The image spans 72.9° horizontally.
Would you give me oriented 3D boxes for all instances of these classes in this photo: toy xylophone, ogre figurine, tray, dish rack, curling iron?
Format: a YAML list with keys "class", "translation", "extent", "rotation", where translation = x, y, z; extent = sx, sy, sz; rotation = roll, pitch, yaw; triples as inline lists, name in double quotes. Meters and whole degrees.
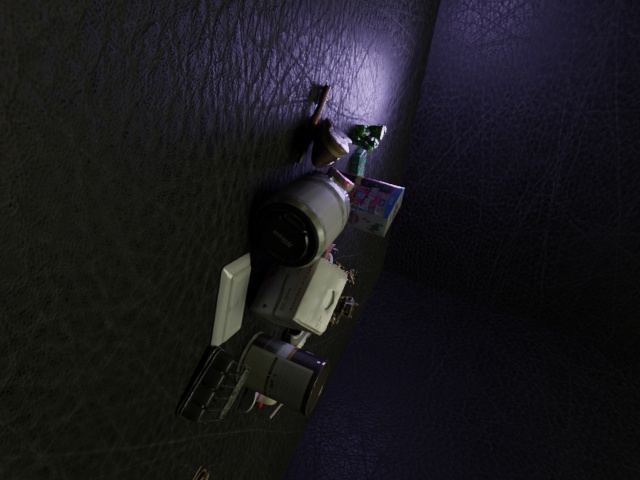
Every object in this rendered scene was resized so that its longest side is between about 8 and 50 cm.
- class: "toy xylophone"
  translation: [-0.187, 0.634, 1.900]
  extent: [0.323, 0.081, 0.236]
  rotation: [17, 92, -75]
- class: "ogre figurine"
  translation: [0.199, -0.446, 1.864]
  extent: [0.096, 0.118, 0.197]
  rotation: [69, 41, -61]
- class: "tray"
  translation: [-0.250, 0.178, 1.243]
  extent: [0.145, 0.030, 0.270]
  rotation: [-36, 142, -63]
- class: "dish rack"
  translation: [-0.300, 0.442, 1.296]
  extent: [0.208, 0.074, 0.271]
  rotation: [-59, 165, -16]
- class: "curling iron"
  translation: [-0.015, -0.369, 1.377]
  extent: [0.068, 0.035, 0.273]
  rotation: [31, 79, -75]

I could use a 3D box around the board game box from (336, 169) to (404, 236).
- class: "board game box"
  translation: [0.143, -0.153, 1.672]
  extent: [0.224, 0.304, 0.097]
  rotation: [-55, 158, -45]

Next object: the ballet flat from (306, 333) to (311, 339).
- class: "ballet flat"
  translation: [-0.057, 0.396, 2.092]
  extent: [0.074, 0.074, 0.203]
  rotation: [51, 57, -72]

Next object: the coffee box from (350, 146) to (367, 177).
- class: "coffee box"
  translation: [0.179, -0.348, 2.054]
  extent: [0.113, 0.041, 0.184]
  rotation: [-55, 158, -44]

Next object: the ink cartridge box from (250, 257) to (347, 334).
- class: "ink cartridge box"
  translation: [-0.074, 0.162, 1.356]
  extent: [0.117, 0.283, 0.207]
  rotation: [35, 69, -28]

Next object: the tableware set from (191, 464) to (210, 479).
- class: "tableware set"
  translation: [-0.426, 0.861, 1.438]
  extent: [0.128, 0.039, 0.194]
  rotation: [93, 23, -46]

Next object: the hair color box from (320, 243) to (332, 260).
- class: "hair color box"
  translation: [0.000, 0.000, 1.764]
  extent: [0.053, 0.093, 0.167]
  rotation: [-11, 118, -73]

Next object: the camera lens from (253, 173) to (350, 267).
- class: "camera lens"
  translation: [-0.050, -0.063, 1.282]
  extent: [0.274, 0.220, 0.219]
  rotation: [-48, 153, -55]

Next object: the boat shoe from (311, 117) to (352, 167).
- class: "boat shoe"
  translation: [0.021, -0.307, 1.416]
  extent: [0.123, 0.123, 0.342]
  rotation: [-43, -164, 19]

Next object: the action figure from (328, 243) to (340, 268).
- class: "action figure"
  translation: [0.035, 0.113, 1.994]
  extent: [0.285, 0.099, 0.185]
  rotation: [83, 19, -67]

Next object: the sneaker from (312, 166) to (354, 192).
- class: "sneaker"
  translation: [0.022, -0.172, 1.454]
  extent: [0.111, 0.103, 0.252]
  rotation: [-58, -158, -9]

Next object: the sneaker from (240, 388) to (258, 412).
- class: "sneaker"
  translation: [-0.259, 0.596, 1.669]
  extent: [0.070, 0.051, 0.134]
  rotation: [63, 44, -62]

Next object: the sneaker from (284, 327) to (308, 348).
- class: "sneaker"
  translation: [-0.076, 0.370, 1.945]
  extent: [0.271, 0.100, 0.107]
  rotation: [-55, 153, -44]

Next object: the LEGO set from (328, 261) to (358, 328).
- class: "LEGO set"
  translation: [0.124, 0.294, 2.247]
  extent: [0.255, 0.192, 0.331]
  rotation: [-148, -106, -86]

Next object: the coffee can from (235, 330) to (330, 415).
- class: "coffee can"
  translation: [-0.131, 0.465, 1.530]
  extent: [0.201, 0.276, 0.201]
  rotation: [19, 90, -75]
